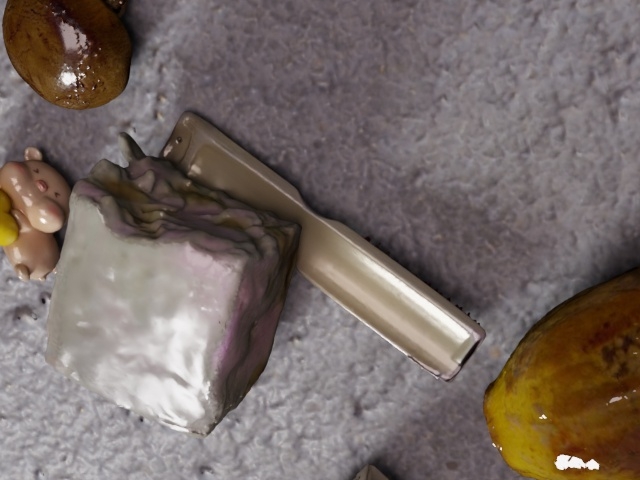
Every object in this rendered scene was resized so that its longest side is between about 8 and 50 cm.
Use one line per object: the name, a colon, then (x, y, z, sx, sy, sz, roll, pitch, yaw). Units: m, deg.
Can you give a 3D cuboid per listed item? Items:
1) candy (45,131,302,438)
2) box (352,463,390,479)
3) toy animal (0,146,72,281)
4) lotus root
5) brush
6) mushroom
candy: (-0.127, 0.041, 0.853, 0.184, 0.137, 0.195, 24, 118, 16)
box: (0.099, 0.393, 0.935, 0.353, 0.069, 0.214, 42, 107, -7)
toy animal: (-0.252, -0.023, 0.913, 0.082, 0.091, 0.114, -24, 96, 2)
lotus root: (0.273, 0.107, 0.794, 0.291, 0.193, 0.193, -25, 97, 14)
brush: (0.000, 0.000, 0.886, 0.321, 0.050, 0.060, 37, 111, 9)
mushroom: (-0.213, -0.170, 0.876, 0.127, 0.087, 0.127, 16, 120, 29)
